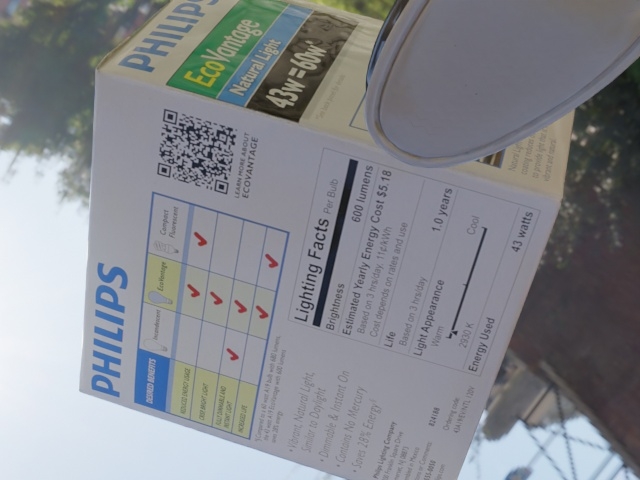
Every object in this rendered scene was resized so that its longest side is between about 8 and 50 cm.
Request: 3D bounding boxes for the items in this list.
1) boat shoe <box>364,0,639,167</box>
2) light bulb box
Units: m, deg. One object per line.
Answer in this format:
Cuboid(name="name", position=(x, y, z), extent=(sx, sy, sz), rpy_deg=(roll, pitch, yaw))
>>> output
Cuboid(name="boat shoe", position=(0.139, -0.175, 0.494), extent=(0.112, 0.335, 0.095), rpy_deg=(31, -151, -16))
Cuboid(name="light bulb box", position=(0.000, 0.000, 0.922), extent=(0.361, 0.358, 0.225), rpy_deg=(17, -144, 6))
